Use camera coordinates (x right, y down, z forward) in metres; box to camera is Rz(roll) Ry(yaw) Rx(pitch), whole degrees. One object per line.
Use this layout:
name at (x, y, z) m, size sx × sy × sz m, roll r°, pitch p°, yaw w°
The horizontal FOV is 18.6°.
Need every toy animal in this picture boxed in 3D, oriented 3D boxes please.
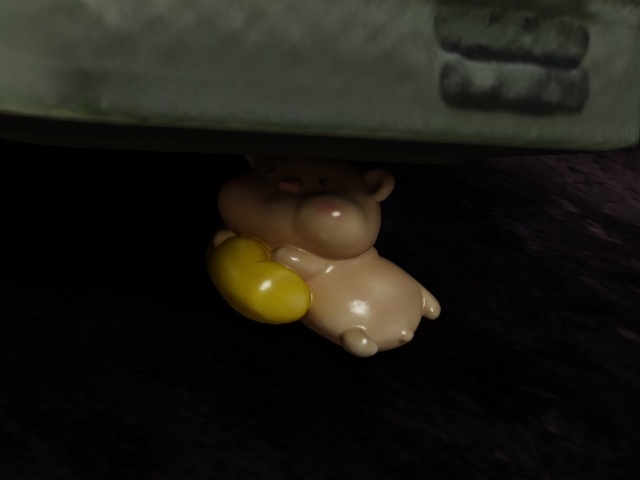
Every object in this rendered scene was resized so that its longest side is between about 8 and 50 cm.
toy animal at (0.000, 0.000, 0.893) m, size 0.114 × 0.082 × 0.091 m, roll 30°, pitch 17°, yaw 18°

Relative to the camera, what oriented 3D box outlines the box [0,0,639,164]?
box at (-0.102, -0.111, 0.908) m, size 0.396 × 0.111 × 0.396 m, roll 1°, pitch 9°, yaw -43°
